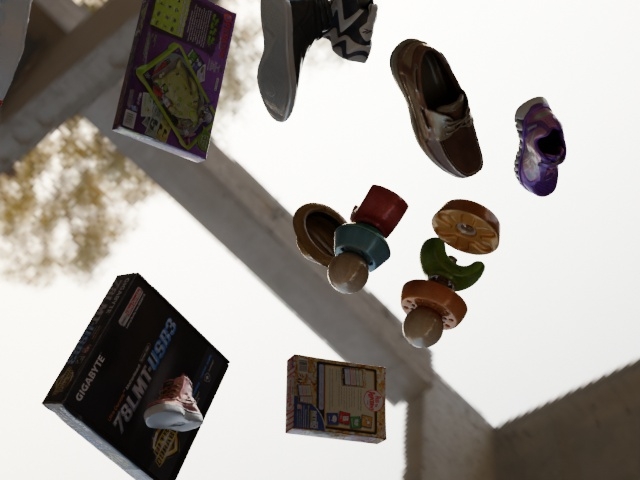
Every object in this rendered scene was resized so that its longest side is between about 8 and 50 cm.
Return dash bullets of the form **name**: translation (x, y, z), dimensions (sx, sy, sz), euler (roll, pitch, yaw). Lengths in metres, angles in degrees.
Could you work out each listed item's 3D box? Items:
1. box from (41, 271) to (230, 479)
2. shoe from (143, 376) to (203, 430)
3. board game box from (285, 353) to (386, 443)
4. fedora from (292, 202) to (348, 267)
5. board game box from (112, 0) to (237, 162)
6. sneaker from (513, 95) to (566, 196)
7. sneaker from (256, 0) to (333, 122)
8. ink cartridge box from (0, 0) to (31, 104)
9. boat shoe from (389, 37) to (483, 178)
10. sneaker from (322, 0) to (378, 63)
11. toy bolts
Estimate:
- **box**: translation (-0.328, 0.261, 2.079), dimensions (0.073, 0.293, 0.295), euler (-8, -136, 39)
- **shoe**: translation (-0.259, 0.275, 1.931), dimensions (0.063, 0.178, 0.081), euler (-24, -110, 11)
- **board game box**: translation (0.031, 0.304, 2.150), dimensions (0.045, 0.194, 0.146), euler (135, -39, -57)
- **fedora**: translation (0.000, 0.000, 2.825), dimensions (0.079, 0.194, 0.194), euler (-46, -162, 46)
- **board game box**: translation (-0.304, -0.359, 2.376), dimensions (0.056, 0.208, 0.346), euler (-18, -122, 58)
- **sneaker**: translation (0.456, -0.173, 2.293), dimensions (0.095, 0.236, 0.104), euler (-26, -137, -13)
- **sneaker**: translation (-0.043, -0.378, 2.242), dimensions (0.105, 0.295, 0.147), euler (32, -134, 32)
- **ink cartridge box**: translation (-0.653, -0.291, 1.835), dimensions (0.091, 0.308, 0.385), euler (14, -85, 56)
- **boat shoe**: translation (0.250, -0.263, 2.314), dimensions (0.123, 0.324, 0.116), euler (-38, -158, -14)
- **sneaker**: translation (0.043, -0.477, 2.291), dimensions (0.235, 0.094, 0.153), euler (53, -52, 47)
- **toy bolts**: translation (0.126, 0.033, 1.611), dimensions (0.158, 0.229, 0.218), euler (-63, -179, -30)
